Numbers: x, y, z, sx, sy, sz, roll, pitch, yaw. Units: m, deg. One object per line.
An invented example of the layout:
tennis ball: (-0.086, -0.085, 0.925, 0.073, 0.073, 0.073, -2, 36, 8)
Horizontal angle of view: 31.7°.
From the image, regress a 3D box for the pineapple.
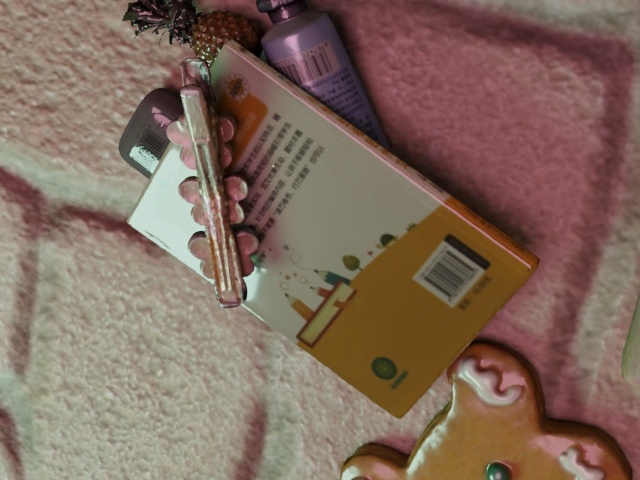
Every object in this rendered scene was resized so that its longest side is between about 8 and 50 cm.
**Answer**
pineapple: (-0.107, -0.174, 0.913, 0.124, 0.058, 0.058, 27, 119, 9)

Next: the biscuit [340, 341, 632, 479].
biscuit: (0.118, 0.257, 1.018, 0.216, 0.047, 0.339, 42, 120, 1)

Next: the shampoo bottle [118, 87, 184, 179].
shampoo bottle: (-0.093, -0.056, 0.967, 0.165, 0.040, 0.080, 37, 119, 2)

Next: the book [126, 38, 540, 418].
book: (0.000, 0.000, 0.919, 0.295, 0.020, 0.208, 36, 127, 0)

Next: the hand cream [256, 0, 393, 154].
hand cream: (0.017, -0.074, 0.912, 0.091, 0.058, 0.271, -18, 109, 17)

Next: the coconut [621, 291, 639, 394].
coconut: (0.329, 0.057, 0.751, 0.245, 0.233, 0.233, 44, 120, -5)

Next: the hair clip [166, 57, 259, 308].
hair clip: (-0.086, -0.044, 0.892, 0.062, 0.056, 0.214, -2, 127, 7)
